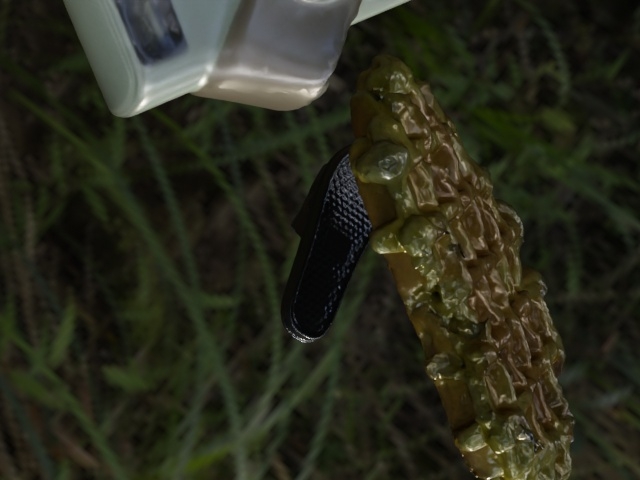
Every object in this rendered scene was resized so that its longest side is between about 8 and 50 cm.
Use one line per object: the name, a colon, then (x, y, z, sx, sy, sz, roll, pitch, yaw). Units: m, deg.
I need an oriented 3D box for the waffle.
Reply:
waffle: (0.093, 0.029, 1.254, 0.058, 0.300, 0.281, -21, -151, 15)

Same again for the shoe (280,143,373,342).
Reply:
shoe: (0.000, 0.000, 1.401, 0.053, 0.062, 0.159, -9, -125, 51)

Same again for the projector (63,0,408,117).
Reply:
projector: (-0.035, -0.171, 0.688, 0.177, 0.163, 0.242, -22, 120, -4)
